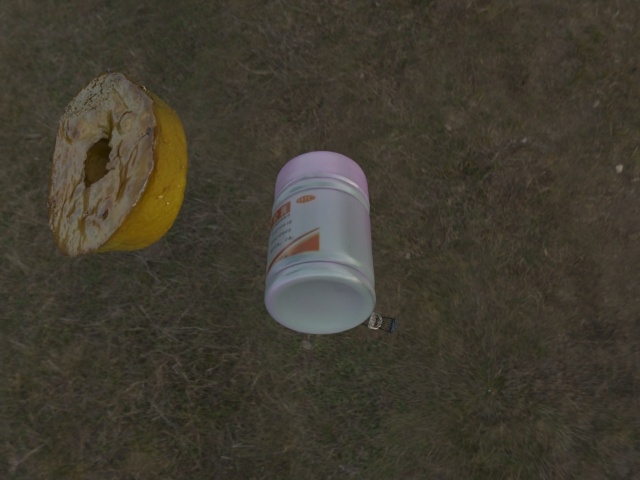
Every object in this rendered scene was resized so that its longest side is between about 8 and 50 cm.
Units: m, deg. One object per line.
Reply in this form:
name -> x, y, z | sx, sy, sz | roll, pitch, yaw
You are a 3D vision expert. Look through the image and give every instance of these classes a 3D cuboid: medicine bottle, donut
medicine bottle -> 0.000, 0.000, 1.087 | 0.202, 0.202, 0.315 | -12, 46, 13
donut -> -0.299, -0.106, 0.835 | 0.278, 0.108, 0.277 | -8, 77, 38

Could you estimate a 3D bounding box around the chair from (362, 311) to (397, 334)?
chair -> 0.125, 0.177, 1.218 | 0.086, 0.042, 0.037 | 6, 80, 59
